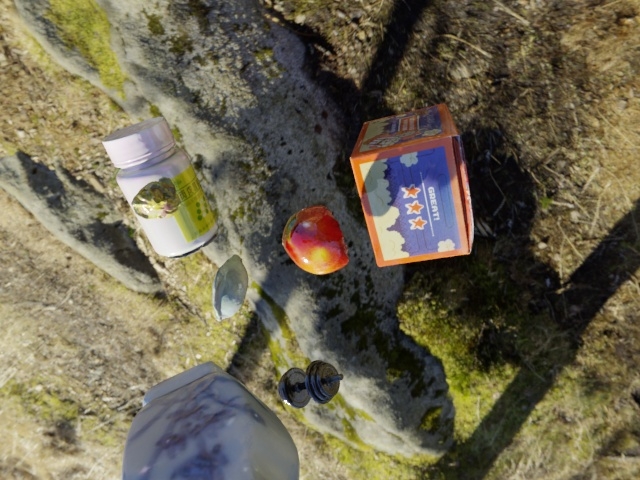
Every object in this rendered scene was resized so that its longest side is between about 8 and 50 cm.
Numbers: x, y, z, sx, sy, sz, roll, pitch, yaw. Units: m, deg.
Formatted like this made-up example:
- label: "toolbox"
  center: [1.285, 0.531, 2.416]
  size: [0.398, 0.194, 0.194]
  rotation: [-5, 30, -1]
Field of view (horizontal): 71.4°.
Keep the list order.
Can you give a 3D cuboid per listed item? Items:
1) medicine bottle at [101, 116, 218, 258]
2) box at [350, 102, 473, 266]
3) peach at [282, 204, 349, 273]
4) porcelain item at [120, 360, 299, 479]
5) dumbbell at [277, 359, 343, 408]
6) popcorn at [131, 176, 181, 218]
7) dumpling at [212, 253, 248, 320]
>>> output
- label: "medicine bottle"
  center: [-0.469, -0.154, 1.328]
  size: [0.213, 0.213, 0.378]
  rotation: [-11, 119, 14]
- label: "box"
  center: [0.257, -0.160, 1.210]
  size: [0.257, 0.348, 0.318]
  rotation: [-8, 115, 16]
- label: "peach"
  center: [0.000, 0.000, 1.381]
  size: [0.226, 0.196, 0.190]
  rotation: [28, 144, -23]
- label: "porcelain item"
  center: [-0.161, 0.323, 0.639]
  size: [0.242, 0.405, 0.178]
  rotation: [-23, 108, -19]
- label: "dumbbell"
  center: [-0.028, 0.341, 1.054]
  size: [0.208, 0.099, 0.099]
  rotation: [-27, 113, 36]
- label: "popcorn"
  center: [-0.400, -0.099, 1.076]
  size: [0.109, 0.097, 0.089]
  rotation: [-26, 149, -20]
- label: "dumpling"
  center: [-0.303, 0.144, 1.412]
  size: [0.105, 0.216, 0.149]
  rotation: [-2, 155, 44]
